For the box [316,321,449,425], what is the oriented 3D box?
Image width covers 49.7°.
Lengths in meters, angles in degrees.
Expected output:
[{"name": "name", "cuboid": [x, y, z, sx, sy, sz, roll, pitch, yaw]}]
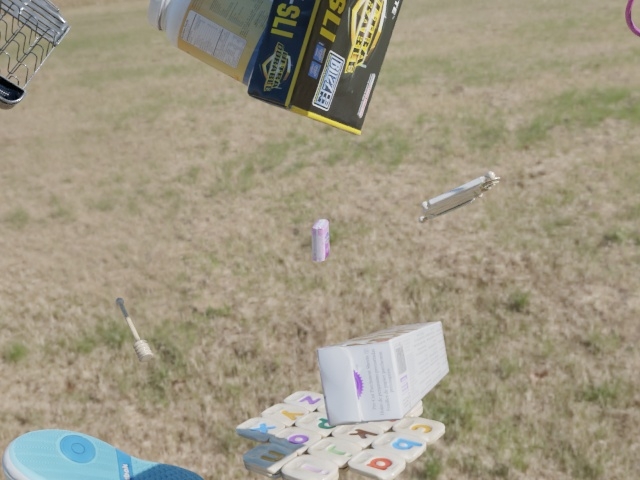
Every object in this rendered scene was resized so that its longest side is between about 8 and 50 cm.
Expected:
[{"name": "box", "cuboid": [0.075, 0.121, 0.686, 0.063, 0.067, 0.324, -9, -5, 16]}]

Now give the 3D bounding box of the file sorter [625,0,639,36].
[{"name": "file sorter", "cuboid": [0.540, -0.367, 0.870, 0.182, 0.202, 0.290, 31, 47, 25]}]

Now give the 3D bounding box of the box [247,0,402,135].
[{"name": "box", "cuboid": [0.030, -0.333, 1.009, 0.079, 0.322, 0.257, 22, 9, 26]}]

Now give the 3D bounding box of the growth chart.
[{"name": "growth chart", "cuboid": [0.278, -0.084, 1.406, 0.171, 0.021, 0.237, -24, -8, 6]}]

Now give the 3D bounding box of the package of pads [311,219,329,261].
[{"name": "package of pads", "cuboid": [0.000, 0.000, 1.517, 0.031, 0.083, 0.050, 7, 25, 17]}]

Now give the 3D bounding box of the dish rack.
[{"name": "dish rack", "cuboid": [-0.602, -0.391, 1.296, 0.074, 0.208, 0.272, -26, 36, 52]}]

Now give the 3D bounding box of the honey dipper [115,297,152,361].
[{"name": "honey dipper", "cuboid": [-0.392, 0.181, 1.440, 0.030, 0.030, 0.161, -17, 57, -27]}]

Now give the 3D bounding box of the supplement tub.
[{"name": "supplement tub", "cuboid": [-0.146, -0.337, 1.057, 0.199, 0.144, 0.144, 28, 25, -5]}]

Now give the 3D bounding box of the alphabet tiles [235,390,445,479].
[{"name": "alphabet tiles", "cuboid": [0.026, 0.282, 1.015, 0.277, 0.021, 0.284, 3, 13, 37]}]

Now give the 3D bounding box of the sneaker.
[{"name": "sneaker", "cuboid": [-0.330, 0.403, 0.988, 0.319, 0.208, 0.127, 30, 18, -27]}]
